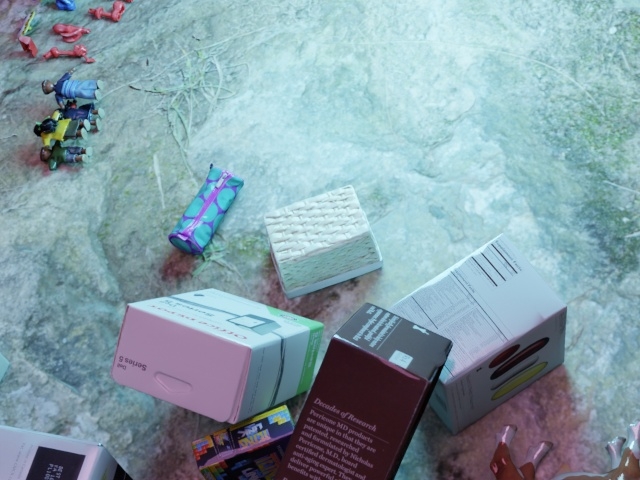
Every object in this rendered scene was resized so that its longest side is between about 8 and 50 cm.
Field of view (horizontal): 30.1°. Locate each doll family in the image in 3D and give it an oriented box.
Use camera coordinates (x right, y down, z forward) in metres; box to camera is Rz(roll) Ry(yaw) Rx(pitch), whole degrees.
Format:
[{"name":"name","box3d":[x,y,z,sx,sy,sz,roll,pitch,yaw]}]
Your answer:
[{"name":"doll family","box3d":[-0.453,-0.217,2.105,0.111,0.076,0.193,3,56,17]}]

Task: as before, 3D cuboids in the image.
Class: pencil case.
[{"name":"pencil case","box3d":[-0.188,-0.050,1.954,0.065,0.070,0.151,27,69,6]}]

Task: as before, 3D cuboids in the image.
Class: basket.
[{"name":"basket","box3d":[0.000,0.000,1.868,0.167,0.103,0.113,-20,57,0]}]

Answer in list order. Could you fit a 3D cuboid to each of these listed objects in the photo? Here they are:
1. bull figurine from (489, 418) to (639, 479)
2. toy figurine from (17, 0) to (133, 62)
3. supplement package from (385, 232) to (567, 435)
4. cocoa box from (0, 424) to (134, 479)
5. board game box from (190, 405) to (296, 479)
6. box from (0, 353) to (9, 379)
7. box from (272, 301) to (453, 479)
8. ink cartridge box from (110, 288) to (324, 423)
[{"name":"bull figurine","box3d":[0.372,0.345,1.599,0.311,0.101,0.188,-1,56,8]},{"name":"toy figurine","box3d":[-0.457,-0.535,2.205,0.191,0.217,0.362,17,65,20]},{"name":"supplement package","box3d":[0.225,0.137,1.692,0.203,0.194,0.149,-33,60,-8]},{"name":"cocoa box","box3d":[-0.413,0.453,1.608,0.232,0.228,0.347,8,62,16]},{"name":"board game box","box3d":[-0.090,0.308,1.666,0.141,0.170,0.048,-21,57,-1]},{"name":"box","box3d":[-0.607,0.150,1.775,0.148,0.311,0.121,17,65,19]},{"name":"box","box3d":[0.027,0.289,1.522,0.143,0.191,0.381,26,105,9]},{"name":"ink cartridge box","box3d":[-0.141,0.157,1.697,0.198,0.273,0.114,17,98,19]}]
